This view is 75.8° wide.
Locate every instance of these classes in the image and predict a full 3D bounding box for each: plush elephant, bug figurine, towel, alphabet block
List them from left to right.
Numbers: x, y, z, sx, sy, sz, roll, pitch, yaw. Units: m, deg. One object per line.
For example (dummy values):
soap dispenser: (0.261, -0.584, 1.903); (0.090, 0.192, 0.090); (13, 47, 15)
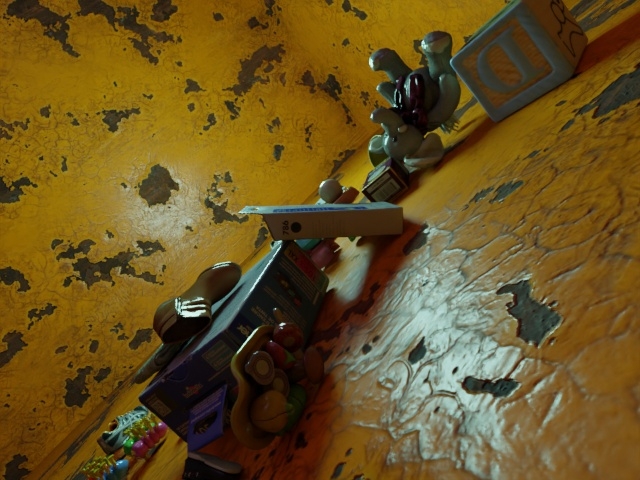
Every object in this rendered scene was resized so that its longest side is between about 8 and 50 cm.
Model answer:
bug figurine: (-0.446, 0.490, 0.920); (0.216, 0.072, 0.279); (-43, 3, -40)
towel: (-0.300, 0.210, 0.811); (0.110, 0.027, 0.148); (-39, 11, 33)
plush elephant: (0.236, -0.336, 1.111); (0.272, 0.330, 0.255); (23, 73, 51)
alphabet block: (0.449, -0.428, 0.931); (0.193, 0.192, 0.197); (-27, 18, 53)

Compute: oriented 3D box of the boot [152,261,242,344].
boot: (-0.220, 0.119, 0.779); (0.197, 0.073, 0.152); (-36, 19, -15)

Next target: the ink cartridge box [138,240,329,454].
ink cartridge box: (-0.156, 0.197, 0.785); (0.270, 0.151, 0.395); (-39, 9, 27)

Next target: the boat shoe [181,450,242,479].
boat shoe: (-0.150, 0.320, 0.566); (0.133, 0.049, 0.042); (-22, 50, 46)

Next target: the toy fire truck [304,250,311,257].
toy fire truck: (-0.080, 0.046, 1.289); (0.135, 0.047, 0.192); (-7, 57, 53)

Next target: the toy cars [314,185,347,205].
toy cars: (-0.018, -0.100, 1.707); (0.393, 0.087, 0.176); (-34, 18, 28)

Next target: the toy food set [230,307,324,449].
toy food set: (-0.044, 0.176, 0.561); (0.071, 0.128, 0.218); (-17, 15, 20)

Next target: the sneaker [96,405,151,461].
sneaker: (-0.551, 0.524, 1.162); (0.084, 0.083, 0.215); (-45, 8, 0)

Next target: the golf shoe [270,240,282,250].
golf shoe: (-0.152, 0.029, 1.634); (0.069, 0.086, 0.176); (-36, 13, -33)

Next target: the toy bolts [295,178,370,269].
toy bolts: (0.023, -0.060, 1.103); (0.228, 0.158, 0.218); (-43, 5, 16)

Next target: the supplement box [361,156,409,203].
supplement box: (0.189, -0.170, 1.176); (0.104, 0.081, 0.188); (-39, 10, 24)

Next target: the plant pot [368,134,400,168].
plant pot: (0.252, -0.323, 1.496); (0.095, 0.134, 0.134); (-20, -1, -26)

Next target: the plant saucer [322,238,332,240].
plant saucer: (0.000, 0.000, 1.357); (0.168, 0.029, 0.168); (-41, 11, 10)

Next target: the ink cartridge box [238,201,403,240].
ink cartridge box: (-0.002, -0.045, 0.895); (0.332, 0.065, 0.165); (-1, 10, -4)
